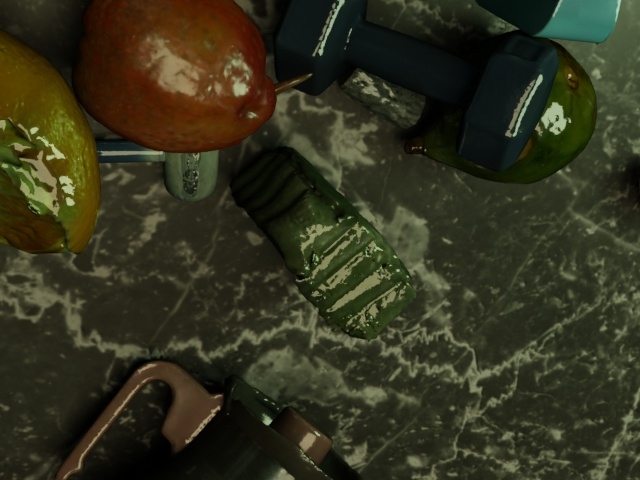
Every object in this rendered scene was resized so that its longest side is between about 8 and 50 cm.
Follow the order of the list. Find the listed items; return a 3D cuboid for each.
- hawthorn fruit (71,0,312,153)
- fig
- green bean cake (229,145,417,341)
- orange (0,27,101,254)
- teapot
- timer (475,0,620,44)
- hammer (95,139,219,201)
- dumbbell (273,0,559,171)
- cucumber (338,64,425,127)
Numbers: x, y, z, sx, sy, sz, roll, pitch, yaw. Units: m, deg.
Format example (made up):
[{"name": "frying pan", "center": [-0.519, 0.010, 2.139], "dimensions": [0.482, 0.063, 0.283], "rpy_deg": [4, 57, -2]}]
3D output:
[{"name": "hawthorn fruit", "center": [-0.144, -0.195, 1.439], "dimensions": [0.262, 0.210, 0.210], "rpy_deg": [18, 108, -1]}, {"name": "fig", "center": [0.227, -0.162, 1.643], "dimensions": [0.245, 0.195, 0.195], "rpy_deg": [-16, 124, 28]}, {"name": "green bean cake", "center": [0.000, 0.000, 1.590], "dimensions": [0.125, 0.222, 0.227], "rpy_deg": [-42, 123, 3]}, {"name": "orange", "center": [-0.365, -0.116, 1.394], "dimensions": [0.196, 0.262, 0.334], "rpy_deg": [-43, 113, -21]}, {"name": "teapot", "center": [-0.155, 0.355, 1.688], "dimensions": [0.376, 0.305, 0.362], "rpy_deg": [41, 87, 0]}, {"name": "timer", "center": [0.285, -0.378, 1.517], "dimensions": [0.091, 0.232, 0.250], "rpy_deg": [5, 110, -18]}, {"name": "hammer", "center": [-0.221, -0.106, 1.562], "dimensions": [0.194, 0.069, 0.116], "rpy_deg": [-1, 114, -10]}, {"name": "dumbbell", "center": [0.108, -0.206, 1.495], "dimensions": [0.325, 0.144, 0.160], "rpy_deg": [24, 93, 12]}, {"name": "cucumber", "center": [0.077, -0.190, 1.623], "dimensions": [0.112, 0.064, 0.064], "rpy_deg": [25, 103, -25]}]
